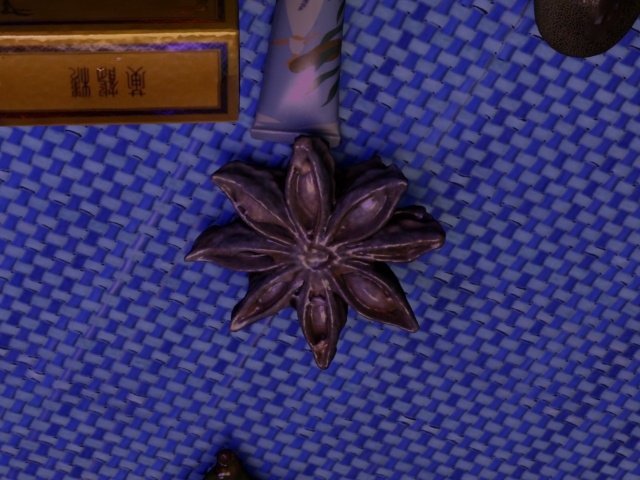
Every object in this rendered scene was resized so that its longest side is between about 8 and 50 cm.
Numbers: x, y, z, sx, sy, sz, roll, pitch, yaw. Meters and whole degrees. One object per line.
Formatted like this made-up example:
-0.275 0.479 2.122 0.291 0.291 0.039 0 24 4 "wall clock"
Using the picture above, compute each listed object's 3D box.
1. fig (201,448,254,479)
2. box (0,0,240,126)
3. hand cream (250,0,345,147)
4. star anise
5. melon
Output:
-0.091 0.347 1.697 0.195 0.195 0.245 2 90 -6 "fig"
-0.162 -0.202 1.211 0.193 0.301 0.084 -2 127 -3 "box"
-0.009 -0.189 1.394 0.088 0.055 0.256 3 131 -7 "hand cream"
0.001 0.000 1.490 0.236 0.109 0.223 22 114 1 "star anise"
0.241 -0.235 1.348 0.099 0.099 0.162 8 125 -10 "melon"
